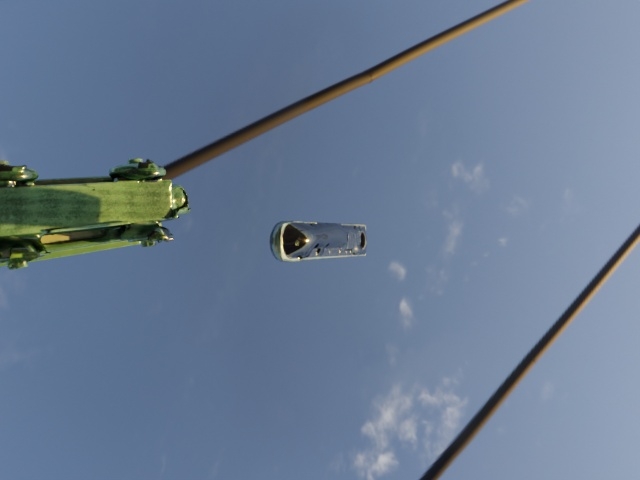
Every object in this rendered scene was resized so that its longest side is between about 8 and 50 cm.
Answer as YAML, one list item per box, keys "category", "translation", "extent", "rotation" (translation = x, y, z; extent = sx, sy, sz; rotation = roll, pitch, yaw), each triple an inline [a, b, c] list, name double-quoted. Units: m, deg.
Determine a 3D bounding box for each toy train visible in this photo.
- category: "toy train"
  translation: [0.000, 0.000, 0.573]
  extent: [0.047, 0.207, 0.043]
  rotation: [1, -89, 27]
- category: "toy train"
  translation: [-0.331, -0.035, 0.644]
  extent: [0.300, 0.202, 0.120]
  rotation: [-12, -86, -45]
